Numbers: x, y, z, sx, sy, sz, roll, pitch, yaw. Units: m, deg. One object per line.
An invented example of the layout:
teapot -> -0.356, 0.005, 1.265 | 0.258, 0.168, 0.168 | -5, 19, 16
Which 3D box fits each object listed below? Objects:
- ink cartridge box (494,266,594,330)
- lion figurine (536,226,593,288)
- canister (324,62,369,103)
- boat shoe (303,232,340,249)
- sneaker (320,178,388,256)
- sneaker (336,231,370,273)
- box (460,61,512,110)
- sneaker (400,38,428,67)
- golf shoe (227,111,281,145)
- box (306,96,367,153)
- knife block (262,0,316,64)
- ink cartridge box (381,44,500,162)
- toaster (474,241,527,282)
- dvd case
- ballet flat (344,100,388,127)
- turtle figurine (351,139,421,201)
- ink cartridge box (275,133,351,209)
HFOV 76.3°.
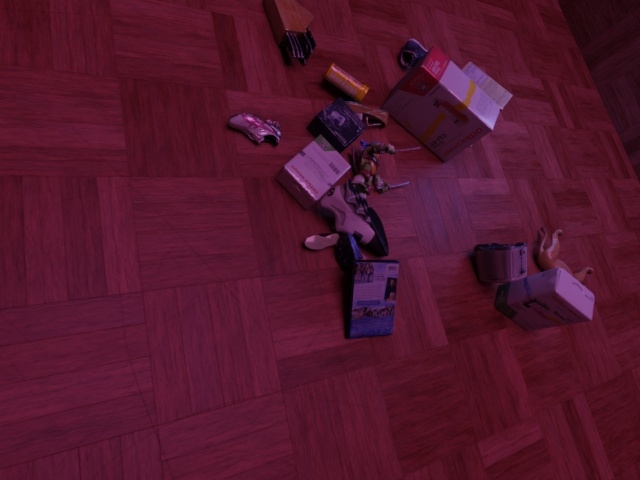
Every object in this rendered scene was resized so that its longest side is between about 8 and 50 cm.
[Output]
ink cartridge box -> 0.865, 0.237, 1.586 | 0.201, 0.278, 0.117 | 35, 58, -12
lion figurine -> 1.085, 0.136, 1.848 | 0.240, 0.142, 0.392 | -30, 73, -26
canister -> 0.101, -0.623, 1.607 | 0.169, 0.073, 0.126 | 32, 23, -11
boat shoe -> 0.000, 0.002, 1.356 | 0.132, 0.042, 0.049 | -10, 97, -31
sneaker -> 0.120, -0.056, 1.411 | 0.331, 0.146, 0.123 | 51, 27, -28
sneaker -> 0.124, 0.073, 1.372 | 0.087, 0.083, 0.222 | -31, 103, -44
box -> 0.678, -0.622, 1.825 | 0.243, 0.214, 0.117 | 41, 65, 4
sneaker -> 0.470, -0.827, 1.889 | 0.226, 0.086, 0.164 | 34, 48, -2
golf shoe -> -0.217, -0.371, 1.365 | 0.185, 0.067, 0.086 | 6, 70, -26
box -> 0.062, -0.421, 1.520 | 0.156, 0.093, 0.158 | 47, 58, -5
knife block -> -0.136, -0.811, 1.566 | 0.275, 0.088, 0.242 | 33, 59, -14
ink cartridge box -> 0.497, -0.548, 1.689 | 0.384, 0.279, 0.161 | 37, 59, -11
toaster -> 0.708, 0.087, 1.615 | 0.128, 0.226, 0.147 | -9, 93, -29
dvd case -> 0.169, 0.188, 1.325 | 0.180, 0.022, 0.254 | 2, 95, -27
ballet flat -> 0.176, -0.497, 1.623 | 0.232, 0.080, 0.073 | 3, 89, -26
turtle figurine -> 0.225, -0.243, 1.478 | 0.274, 0.198, 0.267 | 34, 63, -9
ink cartridge box -> -0.024, -0.235, 1.401 | 0.160, 0.092, 0.219 | 46, 57, -5
